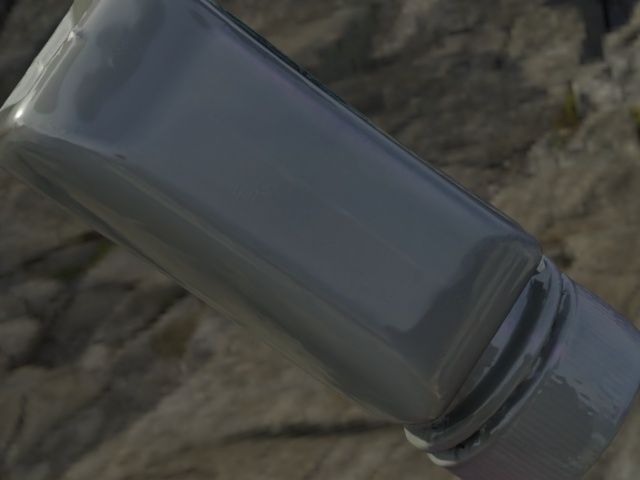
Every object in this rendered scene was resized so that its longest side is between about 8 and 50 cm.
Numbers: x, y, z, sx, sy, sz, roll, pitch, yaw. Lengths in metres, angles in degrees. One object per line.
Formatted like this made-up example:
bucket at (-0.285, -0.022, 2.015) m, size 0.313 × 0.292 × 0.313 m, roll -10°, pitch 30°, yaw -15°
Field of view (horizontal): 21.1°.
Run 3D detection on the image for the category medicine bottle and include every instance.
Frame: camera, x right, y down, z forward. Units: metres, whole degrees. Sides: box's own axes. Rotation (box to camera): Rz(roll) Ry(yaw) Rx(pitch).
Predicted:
medicine bottle at (0.000, 0.000, 0.472) m, size 0.069 × 0.183 × 0.119 m, roll -56°, pitch 13°, yaw -9°
